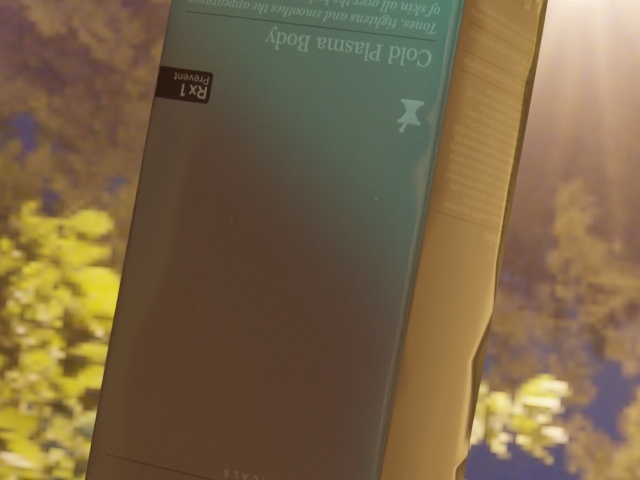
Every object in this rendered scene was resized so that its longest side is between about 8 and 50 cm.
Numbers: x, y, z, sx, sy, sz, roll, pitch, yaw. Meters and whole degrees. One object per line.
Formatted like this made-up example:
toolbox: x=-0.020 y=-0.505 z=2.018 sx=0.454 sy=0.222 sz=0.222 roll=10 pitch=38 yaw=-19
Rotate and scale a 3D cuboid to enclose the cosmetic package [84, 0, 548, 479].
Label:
cosmetic package: x=0.000 y=0.000 z=0.751 sx=0.107 sy=0.127 sz=0.238 roll=19 pitch=-101 yaw=-65
